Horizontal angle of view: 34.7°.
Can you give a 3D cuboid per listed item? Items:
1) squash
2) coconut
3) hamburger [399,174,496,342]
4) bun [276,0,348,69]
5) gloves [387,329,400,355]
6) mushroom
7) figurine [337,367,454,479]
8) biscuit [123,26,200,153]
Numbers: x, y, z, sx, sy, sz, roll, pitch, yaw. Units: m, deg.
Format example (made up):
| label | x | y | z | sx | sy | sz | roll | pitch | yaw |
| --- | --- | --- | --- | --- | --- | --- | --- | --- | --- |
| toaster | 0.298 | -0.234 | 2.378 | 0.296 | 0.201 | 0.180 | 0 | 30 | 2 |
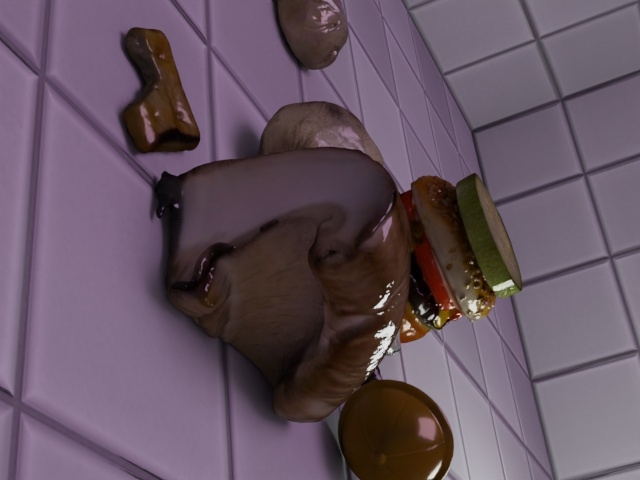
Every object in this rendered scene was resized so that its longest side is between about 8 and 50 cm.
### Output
| label | x | y | z | sx | sy | sz | roll | pitch | yaw |
| --- | --- | --- | --- | --- | --- | --- | --- | --- | --- |
| squash | 0.333 | -0.009 | 2.015 | 0.252 | 0.049 | 0.252 | 56 | 20 | -33 |
| coconut | -0.006 | -0.133 | 1.685 | 0.224 | 0.224 | 0.224 | -19 | 90 | -73 |
| hamburger | 0.219 | 0.034 | 2.114 | 0.330 | 0.250 | 0.329 | -18 | 90 | -73 |
| bun | -0.004 | -0.453 | 2.149 | 0.193 | 0.128 | 0.178 | 45 | 30 | -60 |
| gloves | 0.093 | 0.157 | 1.885 | 0.114 | 0.070 | 0.153 | 41 | -3 | 30 |
| mushroom | -0.001 | 0.074 | 1.349 | 0.397 | 0.314 | 0.224 | 63 | 22 | -43 |
| figurine | 0.111 | 0.310 | 1.646 | 0.192 | 0.167 | 0.257 | 57 | -4 | -3 |
| biscuit | -0.223 | -0.201 | 1.351 | 0.174 | 0.039 | 0.183 | -11 | 83 | -71 |
